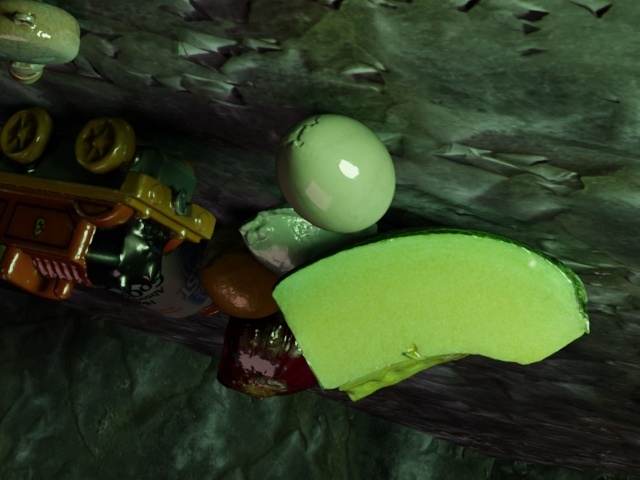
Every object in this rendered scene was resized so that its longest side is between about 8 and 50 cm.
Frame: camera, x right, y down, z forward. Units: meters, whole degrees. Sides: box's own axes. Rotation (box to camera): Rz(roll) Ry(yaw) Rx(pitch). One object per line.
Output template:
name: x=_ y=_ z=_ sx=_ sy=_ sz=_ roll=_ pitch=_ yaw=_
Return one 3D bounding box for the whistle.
whistle: x=-0.297 y=-0.201 z=1.110 sx=0.107 sy=0.057 sz=0.220 roll=6 pitch=173 yaw=-13

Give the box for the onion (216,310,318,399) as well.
onion: x=-0.063 y=0.168 z=1.941 sx=0.206 sy=0.216 sz=0.207 roll=15 pitch=159 yaw=-3

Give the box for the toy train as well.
toy train: x=-0.321 y=-0.036 z=1.409 sx=0.369 sy=0.232 sz=0.163 roll=9 pitch=167 yaw=33

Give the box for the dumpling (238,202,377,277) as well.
dumpling: x=-0.008 y=0.010 z=1.460 sx=0.149 sy=0.105 sz=0.216 roll=12 pitch=164 yaw=32

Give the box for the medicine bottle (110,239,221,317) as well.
medicine bottle: x=-0.253 y=0.027 z=1.722 sx=0.157 sy=0.157 sz=0.288 roll=6 pitch=162 yaw=37

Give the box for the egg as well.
egg: x=0.014 y=-0.069 z=1.114 sx=0.114 sy=0.114 sz=0.152 roll=7 pitch=160 yaw=37

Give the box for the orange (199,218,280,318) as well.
orange: x=-0.099 y=0.038 z=1.614 sx=0.134 sy=0.156 sz=0.156 roll=-21 pitch=144 yaw=35

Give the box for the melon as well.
melon: x=0.149 y=0.089 z=1.373 sx=0.343 sy=0.226 sz=0.331 roll=-22 pitch=143 yaw=9
